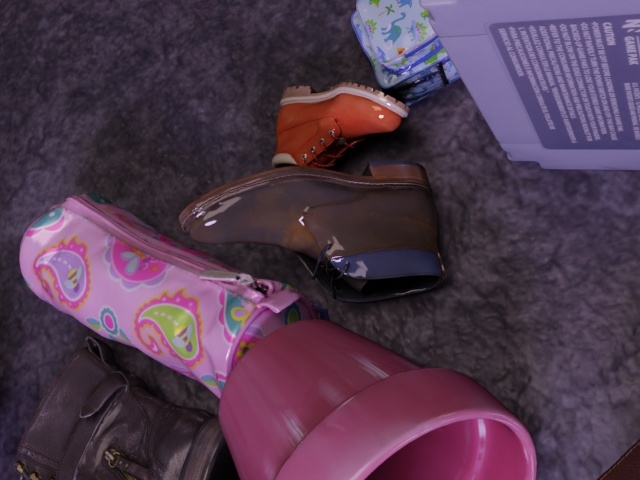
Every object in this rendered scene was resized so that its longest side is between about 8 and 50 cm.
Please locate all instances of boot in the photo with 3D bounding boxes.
[{"bbox_3d":[0.000,0.000,0.726,0.219,0.082,0.106,-9,64,-13],"label":"boot"},{"bbox_3d":[-0.183,0.229,0.764,0.229,0.091,0.263,12,71,34],"label":"boot"},{"bbox_3d":[0.014,-0.095,0.800,0.158,0.059,0.084,4,73,51],"label":"boot"}]

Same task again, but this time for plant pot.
[{"bbox_3d":[0.023,0.155,0.639,0.201,0.201,0.180,-49,42,-1],"label":"plant pot"}]

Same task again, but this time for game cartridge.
[{"bbox_3d":[0.198,-0.121,0.599,0.198,0.297,0.062,-1,73,24],"label":"game cartridge"}]

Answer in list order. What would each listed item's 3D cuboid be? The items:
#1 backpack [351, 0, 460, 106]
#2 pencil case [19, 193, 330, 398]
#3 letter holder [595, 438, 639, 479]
[{"bbox_3d":[0.094,-0.189,0.800,0.114,0.084,0.105,-24,64,10],"label":"backpack"},{"bbox_3d":[-0.136,0.048,0.782,0.284,0.124,0.124,22,80,32],"label":"pencil case"},{"bbox_3d":[0.328,0.166,0.477,0.302,0.214,0.152,-20,91,44],"label":"letter holder"}]
